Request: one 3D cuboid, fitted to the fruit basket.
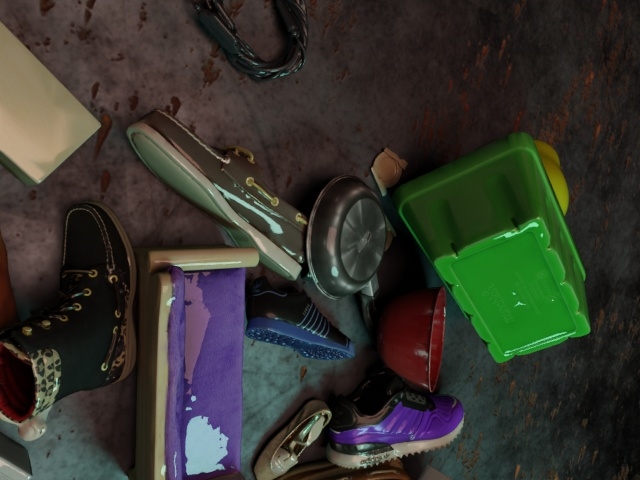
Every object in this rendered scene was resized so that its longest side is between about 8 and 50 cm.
[{"bbox_3d":[0.323,-0.030,1.004,0.282,0.392,0.392,-25,117,19],"label":"fruit basket"}]

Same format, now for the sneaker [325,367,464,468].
[{"bbox_3d":[0.146,0.297,1.001,0.293,0.102,0.146,-6,100,-30],"label":"sneaker"}]

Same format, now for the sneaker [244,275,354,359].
[{"bbox_3d":[-0.024,0.128,0.884,0.232,0.081,0.091,31,53,-44],"label":"sneaker"}]

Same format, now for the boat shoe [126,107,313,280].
[{"bbox_3d":[-0.120,-0.070,0.775,0.324,0.116,0.097,45,70,-33],"label":"boat shoe"}]

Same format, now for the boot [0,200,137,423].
[{"bbox_3d":[-0.294,0.073,0.643,0.178,0.085,0.237,-19,105,-75],"label":"boot"}]

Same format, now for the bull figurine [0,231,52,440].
[{"bbox_3d":[-0.398,0.095,0.614,0.101,0.188,0.311,-10,97,13],"label":"bull figurine"}]

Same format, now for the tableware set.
[{"bbox_3d":[0.110,-0.065,0.968,0.169,0.020,0.141,-48,118,-16],"label":"tableware set"}]

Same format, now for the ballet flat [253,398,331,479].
[{"bbox_3d":[-0.046,0.334,0.919,0.168,0.052,0.057,-50,119,-14],"label":"ballet flat"}]

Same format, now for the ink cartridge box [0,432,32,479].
[{"bbox_3d":[-0.456,0.301,0.651,0.175,0.072,0.127,-48,119,-16],"label":"ink cartridge box"}]

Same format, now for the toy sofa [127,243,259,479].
[{"bbox_3d":[-0.165,0.188,0.750,0.150,0.177,0.363,-1,98,-31],"label":"toy sofa"}]

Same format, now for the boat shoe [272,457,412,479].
[{"bbox_3d":[0.016,0.442,0.935,0.324,0.120,0.123,-18,107,-28],"label":"boat shoe"}]

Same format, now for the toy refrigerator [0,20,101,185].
[{"bbox_3d":[-0.385,-0.191,0.605,0.269,0.094,0.102,49,66,-28],"label":"toy refrigerator"}]

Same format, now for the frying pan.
[{"bbox_3d":[0.053,0.058,0.890,0.197,0.053,0.326,-23,113,-49],"label":"frying pan"}]

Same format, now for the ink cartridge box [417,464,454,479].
[{"bbox_3d":[0.145,0.621,0.909,0.384,0.160,0.279,-43,144,-37],"label":"ink cartridge box"}]

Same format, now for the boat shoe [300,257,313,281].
[{"bbox_3d":[0.000,0.000,0.895,0.040,0.049,0.142,7,97,-32],"label":"boat shoe"}]

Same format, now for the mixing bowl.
[{"bbox_3d":[0.157,0.163,0.970,0.181,0.098,0.182,5,90,-70],"label":"mixing bowl"}]

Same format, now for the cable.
[{"bbox_3d":[-0.087,-0.319,0.797,0.184,0.047,0.151,42,71,-27],"label":"cable"}]
